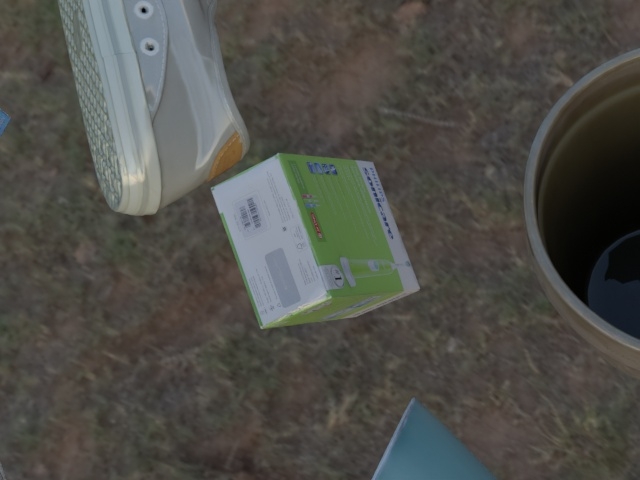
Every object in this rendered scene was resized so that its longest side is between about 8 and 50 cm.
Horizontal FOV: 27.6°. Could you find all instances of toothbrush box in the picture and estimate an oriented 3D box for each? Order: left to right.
[{"bbox_3d":[0.000,0.000,1.806,0.122,0.283,0.206,-25,79,28],"label":"toothbrush box"}]

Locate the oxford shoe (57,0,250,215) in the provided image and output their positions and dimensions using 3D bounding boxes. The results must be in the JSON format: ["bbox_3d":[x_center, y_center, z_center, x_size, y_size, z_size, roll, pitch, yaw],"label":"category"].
[{"bbox_3d":[-0.155,-0.241,1.098,0.130,0.169,0.449,-10,79,-18],"label":"oxford shoe"}]

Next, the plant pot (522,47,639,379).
[{"bbox_3d":[0.356,0.015,1.278,0.323,0.280,0.323,-3,65,6],"label":"plant pot"}]

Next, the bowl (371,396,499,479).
[{"bbox_3d":[0.107,0.352,1.473,0.163,0.311,0.311,26,83,5],"label":"bowl"}]

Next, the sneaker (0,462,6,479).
[{"bbox_3d":[-0.172,0.145,0.592,0.085,0.237,0.086,-27,20,-26],"label":"sneaker"}]

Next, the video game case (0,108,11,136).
[{"bbox_3d":[-0.459,-0.007,1.365,0.244,0.061,0.269,-30,30,38],"label":"video game case"}]
